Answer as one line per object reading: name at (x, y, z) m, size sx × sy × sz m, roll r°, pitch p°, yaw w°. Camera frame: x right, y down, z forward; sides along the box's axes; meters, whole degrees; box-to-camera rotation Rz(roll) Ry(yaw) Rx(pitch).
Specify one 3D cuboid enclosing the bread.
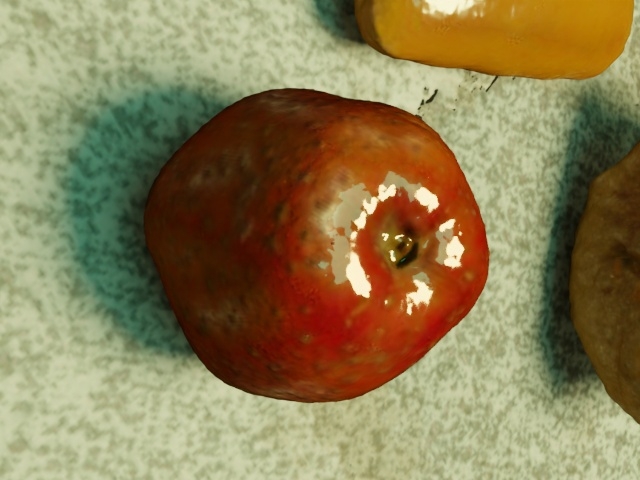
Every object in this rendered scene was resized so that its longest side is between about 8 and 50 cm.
bread at (0.264, 0.018, 0.719) m, size 0.129 × 0.134 × 0.260 m, roll 13°, pitch 91°, yaw -45°

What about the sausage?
sausage at (0.125, -0.162, 0.635) m, size 0.238 × 0.098 × 0.098 m, roll -2°, pitch 94°, yaw -33°

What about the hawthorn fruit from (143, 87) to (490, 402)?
hawthorn fruit at (0.000, 0.000, 0.506) m, size 0.189 × 0.189 × 0.189 m, roll -2°, pitch 94°, yaw -35°
